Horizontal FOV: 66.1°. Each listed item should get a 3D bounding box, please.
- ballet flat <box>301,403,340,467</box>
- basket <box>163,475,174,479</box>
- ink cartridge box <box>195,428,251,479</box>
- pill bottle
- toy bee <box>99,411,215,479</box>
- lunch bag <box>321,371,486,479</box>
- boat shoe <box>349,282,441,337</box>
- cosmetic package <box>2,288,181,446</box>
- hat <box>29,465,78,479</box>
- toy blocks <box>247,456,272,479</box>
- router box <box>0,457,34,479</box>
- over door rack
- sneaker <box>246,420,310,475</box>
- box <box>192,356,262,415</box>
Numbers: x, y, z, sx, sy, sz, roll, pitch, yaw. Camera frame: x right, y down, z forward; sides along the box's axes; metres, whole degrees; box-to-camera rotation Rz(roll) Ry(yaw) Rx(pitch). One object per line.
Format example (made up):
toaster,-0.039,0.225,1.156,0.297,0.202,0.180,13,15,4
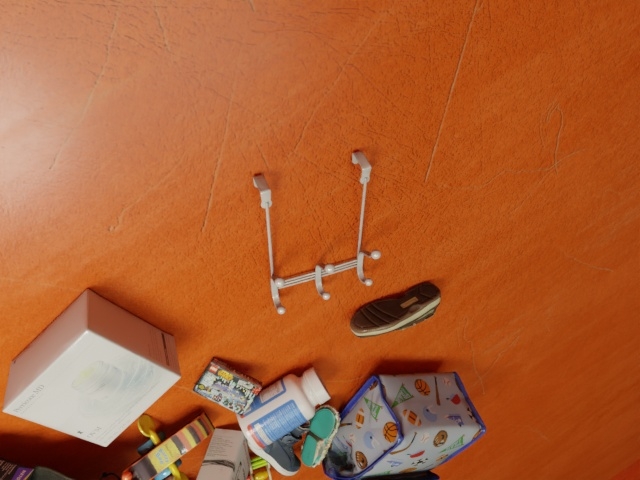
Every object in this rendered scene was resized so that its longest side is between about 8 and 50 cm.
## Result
ballet flat,0.005,0.548,1.413,0.077,0.091,0.240,-18,137,-52
basket,-0.353,0.785,1.275,0.201,0.254,0.288,-28,117,-4
ink cartridge box,-0.245,0.601,1.229,0.086,0.203,0.148,2,123,9
pill bottle,-0.090,0.419,1.248,0.222,0.124,0.124,-30,128,-4
toy bee,-0.381,0.523,1.135,0.195,0.162,0.298,35,78,0
lunch bag,0.222,0.575,1.430,0.328,0.238,0.385,10,131,-30
boat shoe,0.197,0.201,1.266,0.258,0.095,0.095,-18,132,-14
cosmetic package,-0.444,0.257,0.976,0.224,0.138,0.225,-43,126,5
hat,-0.549,0.629,1.077,0.332,0.133,0.331,7,133,8
toy blocks,-0.216,0.657,1.383,0.148,0.054,0.123,-13,125,-17
router box,-0.747,0.555,0.999,0.243,0.081,0.308,22,111,-6
over door rack,0.000,0.000,1.039,0.240,0.108,0.324,-15,125,-17
sneaker,-0.076,0.556,1.364,0.163,0.086,0.226,-36,127,3
box,-0.221,0.348,1.172,0.137,0.027,0.093,31,104,-11
